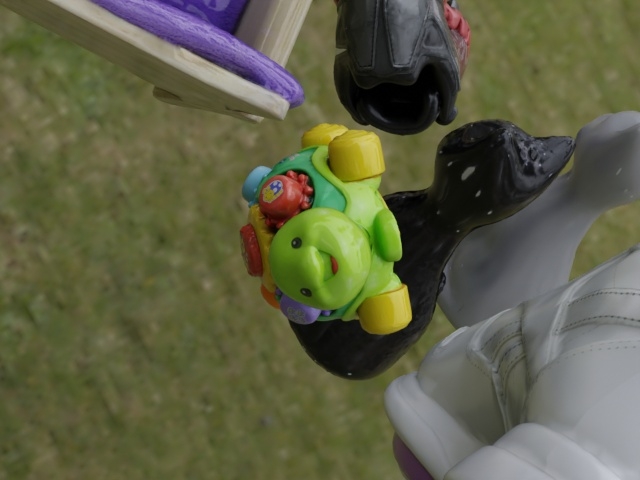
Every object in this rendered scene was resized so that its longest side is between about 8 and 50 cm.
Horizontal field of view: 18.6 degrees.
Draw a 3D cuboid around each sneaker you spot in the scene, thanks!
[{"bbox_3d":[0.109,0.061,0.660,0.114,0.152,0.305,46,-3,-5],"label":"sneaker"},{"bbox_3d":[0.064,-0.137,1.514,0.276,0.097,0.135,48,40,-76],"label":"sneaker"}]

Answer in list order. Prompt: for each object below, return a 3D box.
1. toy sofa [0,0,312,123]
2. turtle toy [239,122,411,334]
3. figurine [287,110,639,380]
[{"bbox_3d":[-0.156,-0.209,1.208,0.362,0.177,0.150,26,83,-35],"label":"toy sofa"},{"bbox_3d":[0.000,0.000,0.878,0.130,0.066,0.095,-155,-127,-75],"label":"turtle toy"},{"bbox_3d":[0.113,-0.012,1.200,0.215,0.209,0.092,-8,63,-44],"label":"figurine"}]
